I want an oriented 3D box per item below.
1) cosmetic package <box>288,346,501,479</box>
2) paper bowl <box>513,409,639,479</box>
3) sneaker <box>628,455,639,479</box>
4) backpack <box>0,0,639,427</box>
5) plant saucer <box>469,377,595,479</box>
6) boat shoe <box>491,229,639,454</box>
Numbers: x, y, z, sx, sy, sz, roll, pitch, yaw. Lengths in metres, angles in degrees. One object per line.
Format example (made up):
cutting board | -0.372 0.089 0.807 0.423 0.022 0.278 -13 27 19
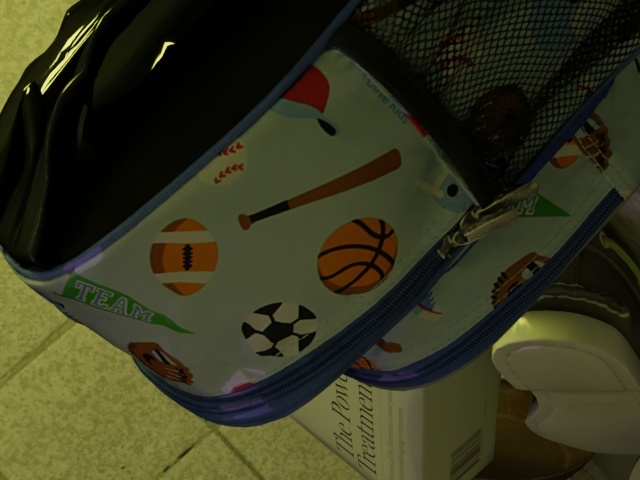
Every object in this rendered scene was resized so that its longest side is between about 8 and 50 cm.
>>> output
cosmetic package | 0.000 0.000 0.788 0.284 0.097 0.377 35 146 34
paper bowl | 0.271 0.270 1.082 0.284 0.148 0.284 49 175 5
sneaker | 0.313 0.266 0.798 0.350 0.131 0.148 51 170 -18
backpack | -0.009 -0.057 0.452 0.213 0.263 0.276 51 173 -23
plant saucer | 0.146 0.177 0.949 0.198 0.198 0.036 -141 49 -64
boat shoe | 0.189 0.081 0.742 0.109 0.091 0.305 -1 156 22
